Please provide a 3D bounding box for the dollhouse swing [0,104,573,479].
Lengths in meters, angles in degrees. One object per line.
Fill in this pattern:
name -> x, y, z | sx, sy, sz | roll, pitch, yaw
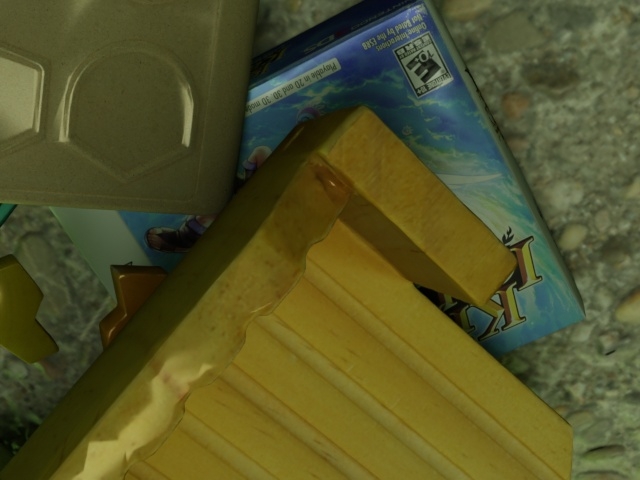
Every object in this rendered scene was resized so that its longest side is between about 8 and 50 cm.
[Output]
dollhouse swing -> -0.002, 0.164, 0.662 | 0.305, 0.315, 0.347 | 41, 87, -8

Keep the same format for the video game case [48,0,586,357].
video game case -> 0.000, 0.000, 0.819 | 0.269, 0.061, 0.244 | -26, 115, 12

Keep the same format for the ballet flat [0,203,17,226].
ballet flat -> -0.313, 0.045, 0.797 | 0.123, 0.123, 0.348 | 34, 123, -15

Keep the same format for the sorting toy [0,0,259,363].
sorting toy -> -0.149, -0.078, 0.695 | 0.229, 0.041, 0.307 | 2, 105, -25

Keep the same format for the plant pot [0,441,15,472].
plant pot -> -0.224, 0.282, 0.869 | 0.276, 0.276, 0.254 | -33, 100, 15
